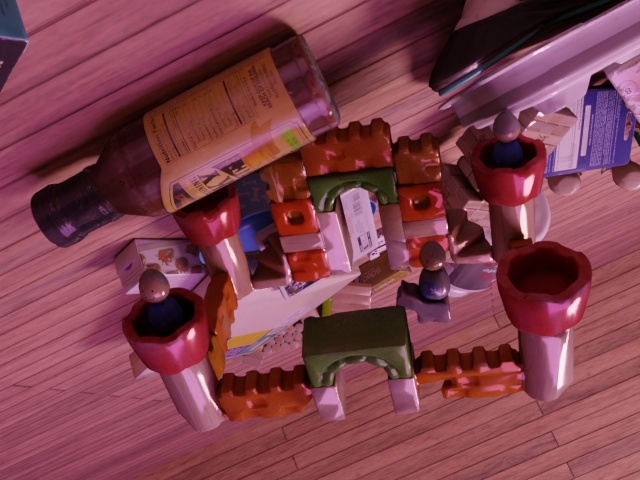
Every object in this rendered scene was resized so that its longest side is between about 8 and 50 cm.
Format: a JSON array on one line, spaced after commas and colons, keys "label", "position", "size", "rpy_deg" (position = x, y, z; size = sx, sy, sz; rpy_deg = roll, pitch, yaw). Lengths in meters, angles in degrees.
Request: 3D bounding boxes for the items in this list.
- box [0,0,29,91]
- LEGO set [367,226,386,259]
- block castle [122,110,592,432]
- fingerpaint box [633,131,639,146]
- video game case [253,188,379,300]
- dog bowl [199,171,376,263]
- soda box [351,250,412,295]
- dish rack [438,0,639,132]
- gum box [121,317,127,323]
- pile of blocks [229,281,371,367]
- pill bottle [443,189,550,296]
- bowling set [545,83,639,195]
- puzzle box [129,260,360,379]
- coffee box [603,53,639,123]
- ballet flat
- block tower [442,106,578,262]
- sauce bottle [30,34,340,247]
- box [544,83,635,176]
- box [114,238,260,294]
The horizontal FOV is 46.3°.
[{"label": "box", "position": [-0.344, -0.146, 0.519], "size": [0.244, 0.060, 0.100], "rpy_deg": [-4, 153, -45]}, {"label": "LEGO set", "position": [0.161, -0.069, 1.281], "size": [0.227, 0.087, 0.093], "rpy_deg": [-27, 145, 1]}, {"label": "block castle", "position": [0.040, 0.020, 0.828], "size": [0.452, 0.303, 0.213], "rpy_deg": [-7, 126, 10]}, {"label": "fingerpaint box", "position": [0.813, -0.294, 1.314], "size": [0.370, 0.163, 0.445], "rpy_deg": [-22, 162, -3]}, {"label": "video game case", "position": [0.000, 0.000, 1.100], "size": [0.173, 0.022, 0.190], "rpy_deg": [-31, 150, -7]}, {"label": "dog bowl", "position": [-0.055, -0.041, 1.122], "size": [0.297, 0.074, 0.166], "rpy_deg": [-9, 156, -37]}, {"label": "soda box", "position": [0.112, 0.087, 1.688], "size": [0.181, 0.058, 0.061], "rpy_deg": [-34, 158, 28]}, {"label": "dish rack", "position": [0.323, -0.224, 0.889], "size": [0.332, 0.072, 0.285], "rpy_deg": [-29, -177, -6]}, {"label": "gum box", "position": [-0.253, 0.134, 1.415], "size": [0.184, 0.041, 0.157], "rpy_deg": [-28, 161, 16]}, {"label": "pile of blocks", "position": [-0.048, 0.160, 1.657], "size": [0.361, 0.149, 0.113], "rpy_deg": [-20, -165, 11]}, {"label": "pill bottle", "position": [0.315, 0.000, 1.508], "size": [0.176, 0.176, 0.318], "rpy_deg": [-17, 160, -18]}, {"label": "bowling set", "position": [0.541, -0.188, 1.327], "size": [0.286, 0.200, 0.154], "rpy_deg": [1, -162, 10]}, {"label": "puzzle box", "position": [-0.148, 0.137, 1.339], "size": [0.272, 0.052, 0.409], "rpy_deg": [-7, 158, -39]}, {"label": "coffee box", "position": [0.528, -0.217, 1.091], "size": [0.141, 0.098, 0.246], "rpy_deg": [-33, 120, 28]}, {"label": "ballet flat", "position": [0.226, -0.262, 0.824], "size": [0.280, 0.096, 0.095], "rpy_deg": [-29, -174, -6]}, {"label": "block tower", "position": [0.246, -0.100, 1.144], "size": [0.097, 0.091, 0.336], "rpy_deg": [3, 135, -36]}, {"label": "sauce bottle", "position": [-0.149, -0.096, 0.810], "size": [0.344, 0.112, 0.111], "rpy_deg": [-26, 161, 10]}, {"label": "box", "position": [0.415, -0.178, 1.209], "size": [0.225, 0.137, 0.036], "rpy_deg": [-9, -159, -24]}, {"label": "box", "position": [-0.177, 0.040, 1.212], "size": [0.067, 0.063, 0.323], "rpy_deg": [-35, 158, 35]}]
